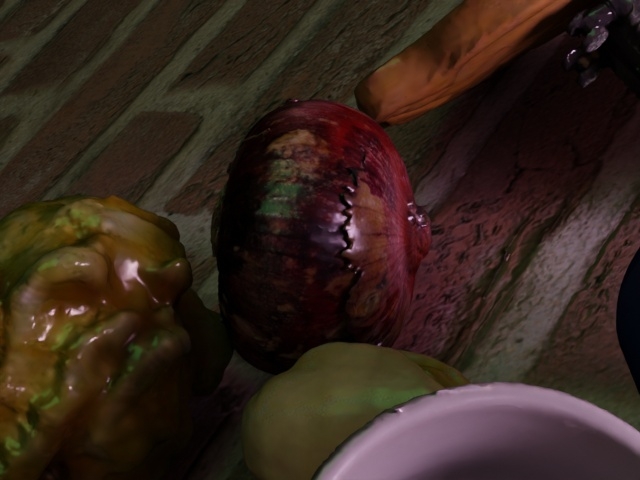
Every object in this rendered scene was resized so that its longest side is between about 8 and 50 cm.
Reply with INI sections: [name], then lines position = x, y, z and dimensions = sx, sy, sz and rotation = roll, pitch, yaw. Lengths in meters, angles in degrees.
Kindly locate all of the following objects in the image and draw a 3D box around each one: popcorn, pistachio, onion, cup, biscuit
[popcorn]
position = -0.252, 0.090, 1.304
dimensions = 0.321, 0.326, 0.290
rotation = -53, 14, -14
[pistachio]
position = 0.034, 0.151, 1.158
dimensions = 0.200, 0.117, 0.145
rotation = -3, 79, 29
[onion]
position = 0.000, 0.000, 1.290
dimensions = 0.190, 0.246, 0.246
rotation = 0, 38, 6
[cup]
position = 0.123, 0.236, 0.841
dimensions = 0.301, 0.257, 0.227
rotation = 28, 73, 11
[biscuit]
position = 0.197, -0.211, 1.387
dimensions = 0.365, 0.062, 0.385
rotation = -34, 0, 29

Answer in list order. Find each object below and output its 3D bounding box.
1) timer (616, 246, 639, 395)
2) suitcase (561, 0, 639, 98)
[timer]
position = 0.317, 0.161, 0.790
dimensions = 0.270, 0.270, 0.383
rotation = -20, 49, 21
[suitcase]
position = 0.370, -0.189, 1.235
dimensions = 0.312, 0.128, 0.202
rotation = -38, 71, -7
